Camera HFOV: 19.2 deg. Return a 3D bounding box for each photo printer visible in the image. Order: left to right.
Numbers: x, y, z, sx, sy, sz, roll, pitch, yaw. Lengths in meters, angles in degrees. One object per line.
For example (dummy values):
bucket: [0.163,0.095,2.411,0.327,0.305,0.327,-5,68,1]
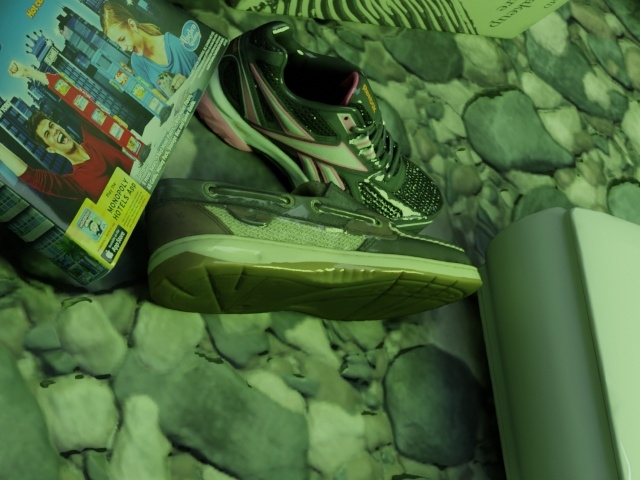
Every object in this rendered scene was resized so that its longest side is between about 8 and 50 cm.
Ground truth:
photo printer: [0.224,0.151,1.154,0.256,0.107,0.308,19,51,-35]

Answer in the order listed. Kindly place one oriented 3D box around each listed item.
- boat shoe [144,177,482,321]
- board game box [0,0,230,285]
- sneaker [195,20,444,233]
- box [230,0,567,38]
boat shoe: [-0.001,0.000,1.056,0.223,0.080,0.073,4,66,-39]
board game box: [-0.162,-0.096,0.976,0.194,0.060,0.194,40,42,-16]
sneaker: [0.010,-0.063,1.112,0.178,0.077,0.072,32,46,-27]
box: [0.060,-0.204,1.235,0.275,0.113,0.094,-1,65,-44]
